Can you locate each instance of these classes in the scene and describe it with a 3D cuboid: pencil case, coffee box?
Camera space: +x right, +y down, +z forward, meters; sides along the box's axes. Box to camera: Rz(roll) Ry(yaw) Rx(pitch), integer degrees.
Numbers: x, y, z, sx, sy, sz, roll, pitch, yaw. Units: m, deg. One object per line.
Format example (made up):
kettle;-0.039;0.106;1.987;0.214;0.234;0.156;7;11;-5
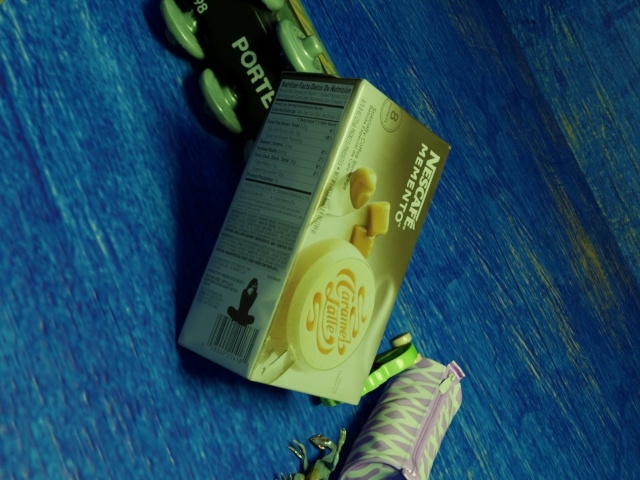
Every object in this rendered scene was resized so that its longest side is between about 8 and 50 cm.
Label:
pencil case;0.089;0.196;0.755;0.086;0.088;0.206;55;31;-8
coffee box;0.000;0.000;0.641;0.141;0.098;0.246;27;82;-47

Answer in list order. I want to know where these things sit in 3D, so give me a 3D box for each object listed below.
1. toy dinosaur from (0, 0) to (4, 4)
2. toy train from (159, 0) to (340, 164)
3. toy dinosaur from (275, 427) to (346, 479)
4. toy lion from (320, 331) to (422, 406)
toy dinosaur;-0.280;-0.209;0.517;0.160;0.121;0.313;64;23;-21
toy train;-0.043;-0.173;0.820;0.333;0.142;0.190;61;17;1
toy dinosaur;-0.008;0.207;0.667;0.082;0.047;0.090;3;97;-66
toy lion;0.047;0.131;0.738;0.034;0.100;0.096;64;11;0
